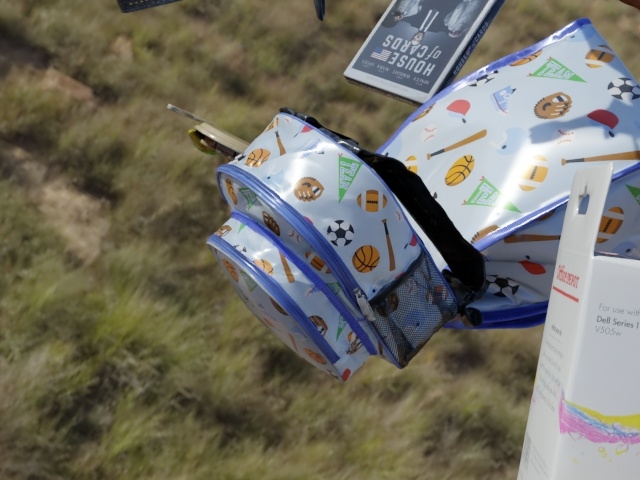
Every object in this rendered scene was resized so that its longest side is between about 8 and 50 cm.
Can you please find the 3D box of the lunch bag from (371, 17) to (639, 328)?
[{"bbox_3d":[0.273,-0.069,1.617,0.327,0.386,0.239,-111,175,-49],"label":"lunch bag"}]

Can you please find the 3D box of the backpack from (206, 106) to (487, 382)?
[{"bbox_3d":[0.000,0.000,1.265,0.213,0.263,0.277,-41,39,-21],"label":"backpack"}]

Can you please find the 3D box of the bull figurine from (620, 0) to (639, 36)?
[{"bbox_3d":[0.324,-0.318,1.232,0.188,0.101,0.310,50,23,-8],"label":"bull figurine"}]

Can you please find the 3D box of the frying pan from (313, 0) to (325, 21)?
[{"bbox_3d":[-0.017,-0.528,1.874,0.197,0.053,0.326,60,20,-48],"label":"frying pan"}]

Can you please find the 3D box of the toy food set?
[{"bbox_3d":[-0.105,-0.107,1.493,0.192,0.038,0.132,29,5,19],"label":"toy food set"}]

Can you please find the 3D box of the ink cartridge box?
[{"bbox_3d":[0.258,0.117,1.024,0.119,0.353,0.207,10,3,4],"label":"ink cartridge box"}]

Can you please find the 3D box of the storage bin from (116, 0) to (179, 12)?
[{"bbox_3d":[-0.199,-0.390,1.643,0.122,0.180,0.084,-69,146,-55],"label":"storage bin"}]

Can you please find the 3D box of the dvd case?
[{"bbox_3d":[0.165,-0.320,1.815,0.179,0.238,0.029,26,-12,39],"label":"dvd case"}]
